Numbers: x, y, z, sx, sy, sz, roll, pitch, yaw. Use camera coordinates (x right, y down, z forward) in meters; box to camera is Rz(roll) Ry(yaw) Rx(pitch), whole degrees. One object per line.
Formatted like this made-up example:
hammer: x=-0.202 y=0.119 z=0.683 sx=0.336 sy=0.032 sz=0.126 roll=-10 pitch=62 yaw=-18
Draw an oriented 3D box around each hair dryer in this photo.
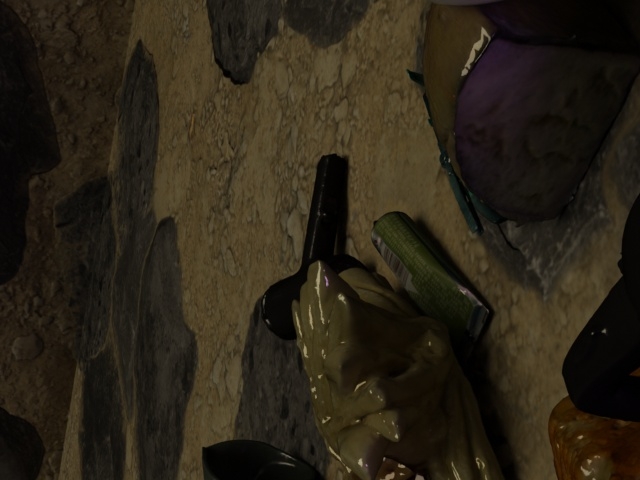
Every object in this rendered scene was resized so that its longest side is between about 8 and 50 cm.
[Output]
hair dryer: x=0.000 y=0.000 z=1.651 sx=0.197 sy=0.089 sz=0.251 roll=153 pitch=126 yaw=-64

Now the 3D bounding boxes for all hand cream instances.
hand cream: x=0.124 y=0.044 z=1.396 sx=0.235 sy=0.055 sz=0.086 roll=54 pitch=139 yaw=46

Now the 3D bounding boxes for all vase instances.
vase: x=-0.077 y=0.448 z=1.680 sx=0.251 sy=0.156 sz=0.301 roll=7 pitch=99 yaw=41

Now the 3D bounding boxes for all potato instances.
potato: x=0.156 y=-0.178 z=1.174 sx=0.264 sy=0.189 sz=0.211 roll=-108 pitch=32 yaw=-43

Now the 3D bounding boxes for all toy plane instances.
toy plane: x=0.158 y=-0.094 z=1.270 sx=0.060 sy=0.096 sz=0.235 roll=119 pitch=145 yaw=-42

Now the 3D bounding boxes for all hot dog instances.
hot dog: x=0.256 y=0.202 z=0.877 sx=0.256 sy=0.150 sz=0.153 roll=-97 pitch=-12 yaw=-76

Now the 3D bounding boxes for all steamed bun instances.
steamed bun: x=0.061 y=0.166 z=1.303 sx=0.247 sy=0.189 sz=0.428 roll=-64 pitch=35 yaw=39

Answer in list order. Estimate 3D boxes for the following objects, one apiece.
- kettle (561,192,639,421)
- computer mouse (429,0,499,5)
kettle: x=0.289 y=0.012 z=0.724 sx=0.251 sy=0.271 sz=0.207 roll=169 pitch=105 yaw=-65
computer mouse: x=0.199 y=-0.292 z=0.994 sx=0.184 sy=0.297 sz=0.121 roll=-74 pitch=-30 yaw=-43
